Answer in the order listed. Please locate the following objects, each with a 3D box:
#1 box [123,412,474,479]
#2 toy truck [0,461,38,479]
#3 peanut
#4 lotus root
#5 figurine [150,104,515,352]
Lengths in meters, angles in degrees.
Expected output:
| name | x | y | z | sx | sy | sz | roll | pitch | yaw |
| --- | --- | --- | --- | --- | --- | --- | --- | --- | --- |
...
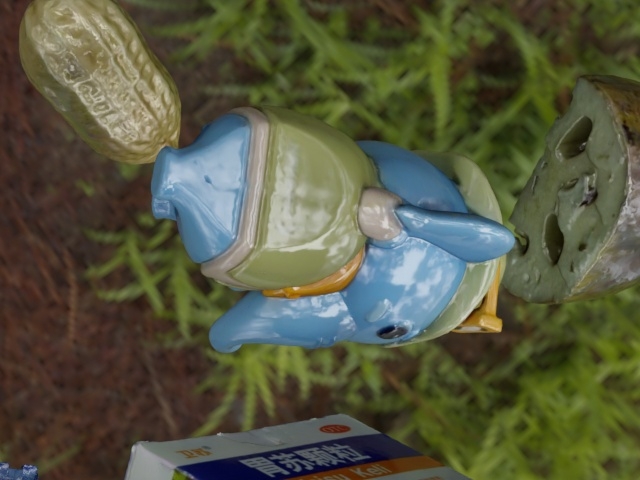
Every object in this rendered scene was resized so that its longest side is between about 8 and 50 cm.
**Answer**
| name | x | y | z | sx | sy | sz | roll | pitch | yaw |
| --- | --- | --- | --- | --- | --- | --- | --- | --- | --- |
| box | 0.049 | 0.210 | 1.152 | 0.200 | 0.299 | 0.106 | -2 | 112 | -50 |
| toy truck | -0.282 | 0.257 | 1.530 | 0.113 | 0.208 | 0.126 | 7 | 153 | -9 |
| peanut | -0.160 | -0.116 | 1.438 | 0.194 | 0.093 | 0.083 | 60 | 43 | -54 |
| lotus root | 0.248 | -0.031 | 1.732 | 0.119 | 0.138 | 0.235 | -4 | 141 | -30 |
| figurine | 0.001 | -0.004 | 1.284 | 0.262 | 0.153 | 0.180 | 12 | 139 | -20 |
